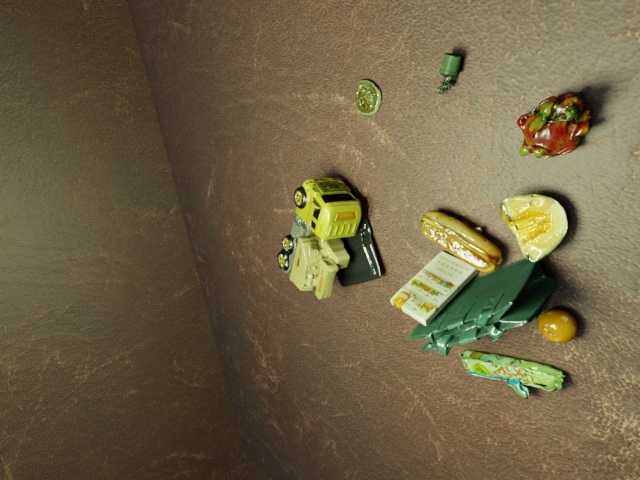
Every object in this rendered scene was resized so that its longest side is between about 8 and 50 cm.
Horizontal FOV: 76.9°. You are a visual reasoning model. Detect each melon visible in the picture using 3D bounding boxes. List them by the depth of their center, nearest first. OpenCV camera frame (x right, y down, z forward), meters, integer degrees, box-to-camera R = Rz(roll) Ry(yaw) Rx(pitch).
[{"bbox_3d":[0.495,-0.040,0.923,0.128,0.079,0.160,-26,86,34],"label":"melon"}]

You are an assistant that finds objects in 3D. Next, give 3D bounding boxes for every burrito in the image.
[{"bbox_3d":[0.515,0.367,1.101,0.288,0.054,0.104,-6,103,51],"label":"burrito"}]

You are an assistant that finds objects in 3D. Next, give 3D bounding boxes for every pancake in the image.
[{"bbox_3d":[0.139,-0.426,1.201,0.108,0.017,0.107,31,133,40],"label":"pancake"}]

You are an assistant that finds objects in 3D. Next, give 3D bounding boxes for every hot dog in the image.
[{"bbox_3d":[0.372,-0.010,1.083,0.250,0.076,0.104,40,154,37],"label":"hot dog"}]

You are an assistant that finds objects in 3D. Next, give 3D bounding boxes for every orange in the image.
[{"bbox_3d":[0.562,0.202,0.954,0.083,0.070,0.083,31,133,39],"label":"orange"}]

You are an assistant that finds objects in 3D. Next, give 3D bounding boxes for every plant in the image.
[{"bbox_3d":[0.311,-0.400,0.982,0.051,0.051,0.102,37,137,34],"label":"plant"}]

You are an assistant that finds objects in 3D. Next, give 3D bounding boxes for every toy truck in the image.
[{"bbox_3d":[0.000,0.000,1.383,0.254,0.181,0.404,48,134,38],"label":"toy truck"}]

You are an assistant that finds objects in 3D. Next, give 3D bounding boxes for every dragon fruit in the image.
[{"bbox_3d":[0.476,-0.244,0.826,0.139,0.175,0.142,30,99,26],"label":"dragon fruit"}]

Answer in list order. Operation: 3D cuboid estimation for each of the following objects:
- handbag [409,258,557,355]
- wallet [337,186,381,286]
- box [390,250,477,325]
[{"bbox_3d":[0.396,0.170,1.002,0.089,0.239,0.326,54,141,2],"label":"handbag"},{"bbox_3d":[0.098,-0.002,1.434,0.247,0.041,0.322,-21,87,52],"label":"wallet"},{"bbox_3d":[0.308,0.124,1.097,0.122,0.220,0.032,31,152,43],"label":"box"}]
